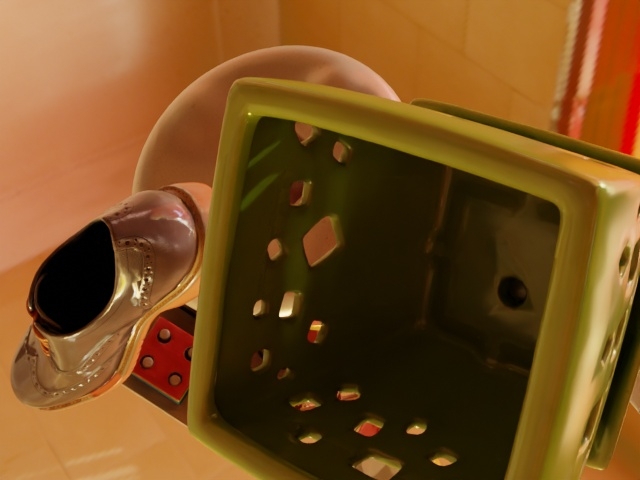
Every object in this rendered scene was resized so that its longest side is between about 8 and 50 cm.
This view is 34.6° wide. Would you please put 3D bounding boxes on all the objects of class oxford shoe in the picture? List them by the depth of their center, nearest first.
[{"bbox_3d":[-0.235,0.063,0.983,0.132,0.130,0.364,-9,-28,-46],"label":"oxford shoe"}]

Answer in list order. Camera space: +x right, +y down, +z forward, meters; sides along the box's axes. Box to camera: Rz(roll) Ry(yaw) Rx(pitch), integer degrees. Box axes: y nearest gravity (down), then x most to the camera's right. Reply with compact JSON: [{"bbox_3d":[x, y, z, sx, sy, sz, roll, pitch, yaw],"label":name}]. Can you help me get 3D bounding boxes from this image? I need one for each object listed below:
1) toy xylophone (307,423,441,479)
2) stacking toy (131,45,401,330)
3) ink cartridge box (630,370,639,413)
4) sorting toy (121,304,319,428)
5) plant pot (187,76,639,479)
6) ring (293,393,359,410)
[{"bbox_3d":[0.045,0.290,0.932,0.081,0.322,0.236,27,-97,-27],"label":"toy xylophone"},{"bbox_3d":[0.000,0.000,1.362,0.350,0.350,0.480,-44,-29,-3],"label":"stacking toy"},{"bbox_3d":[0.471,0.177,1.166,0.197,0.273,0.114,1,-51,-33],"label":"ink cartridge box"},{"bbox_3d":[-0.137,0.156,1.518,0.255,0.257,0.089,-57,-2,-18],"label":"sorting toy"},{"bbox_3d":[0.078,0.034,0.606,0.207,0.227,0.228,-12,-63,-52],"label":"plant pot"},{"bbox_3d":[0.083,0.275,1.862,0.336,0.032,0.336,-15,-15,-4],"label":"ring"}]
